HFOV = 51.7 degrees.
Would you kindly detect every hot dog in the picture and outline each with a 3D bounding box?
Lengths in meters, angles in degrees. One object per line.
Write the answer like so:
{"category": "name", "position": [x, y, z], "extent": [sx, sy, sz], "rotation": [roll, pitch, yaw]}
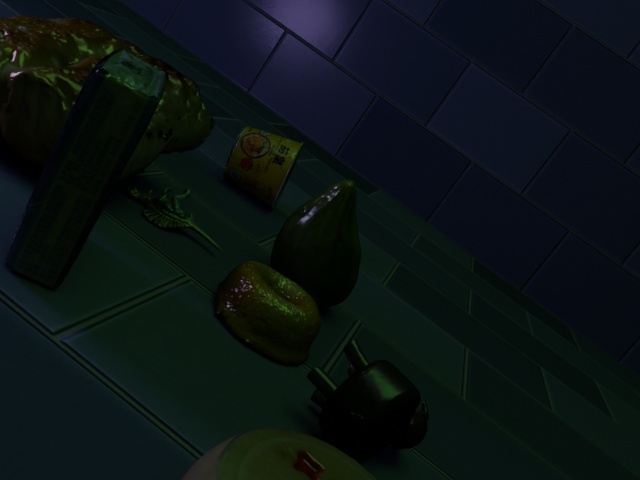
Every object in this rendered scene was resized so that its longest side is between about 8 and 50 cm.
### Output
{"category": "hot dog", "position": [-0.404, -0.227, 1.074], "extent": [0.367, 0.196, 0.365], "rotation": [28, 19, 2]}

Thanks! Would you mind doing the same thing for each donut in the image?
{"category": "donut", "position": [-0.071, 0.099, 1.003], "extent": [0.174, 0.075, 0.190], "rotation": [34, 14, -5]}

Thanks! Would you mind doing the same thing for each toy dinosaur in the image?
{"category": "toy dinosaur", "position": [-0.256, -0.043, 1.128], "extent": [0.106, 0.044, 0.187], "rotation": [-7, 55, -50]}

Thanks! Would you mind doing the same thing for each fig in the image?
{"category": "fig", "position": [-0.008, 0.015, 1.187], "extent": [0.167, 0.234, 0.167], "rotation": [1, 45, -1]}

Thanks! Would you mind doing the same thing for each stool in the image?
{"category": "stool", "position": [0.067, 0.215, 0.863], "extent": [0.121, 0.125, 0.217], "rotation": [43, 7, 35]}

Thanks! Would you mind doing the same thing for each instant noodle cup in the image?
{"category": "instant noodle cup", "position": [-0.140, -0.182, 1.577], "extent": [0.144, 0.182, 0.182], "rotation": [24, 15, -3]}

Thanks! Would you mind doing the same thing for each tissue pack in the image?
{"category": "tissue pack", "position": [-0.278, -0.095, 0.791], "extent": [0.081, 0.257, 0.185], "rotation": [27, 16, -20]}

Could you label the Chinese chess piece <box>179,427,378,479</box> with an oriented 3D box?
{"category": "Chinese chess piece", "position": [-0.014, 0.269, 0.545], "extent": [0.250, 0.097, 0.251], "rotation": [32, 16, -10]}
